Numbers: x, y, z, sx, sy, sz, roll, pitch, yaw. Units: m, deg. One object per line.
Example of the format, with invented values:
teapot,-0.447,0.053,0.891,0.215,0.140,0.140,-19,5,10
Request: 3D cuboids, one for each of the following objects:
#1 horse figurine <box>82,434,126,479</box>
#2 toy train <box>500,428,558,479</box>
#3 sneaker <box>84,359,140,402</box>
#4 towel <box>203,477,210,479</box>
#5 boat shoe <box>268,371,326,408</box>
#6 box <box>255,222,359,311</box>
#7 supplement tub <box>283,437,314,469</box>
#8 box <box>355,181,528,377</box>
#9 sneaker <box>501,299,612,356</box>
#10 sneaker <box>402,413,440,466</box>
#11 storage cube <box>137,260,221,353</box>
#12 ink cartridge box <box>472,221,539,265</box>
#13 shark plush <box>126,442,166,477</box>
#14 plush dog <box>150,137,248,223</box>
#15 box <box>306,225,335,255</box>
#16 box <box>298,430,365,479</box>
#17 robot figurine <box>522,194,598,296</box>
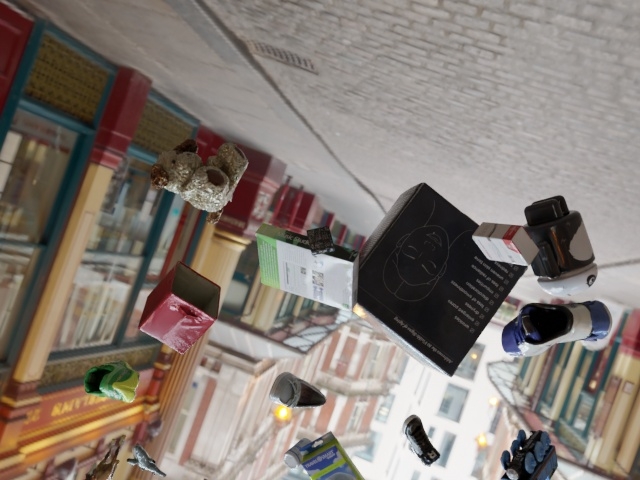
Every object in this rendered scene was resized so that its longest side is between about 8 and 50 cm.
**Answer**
horse figurine,-0.629,0.674,1.801,0.066,0.263,0.175,24,-138,-6
toy train,0.455,0.486,1.361,0.080,0.105,0.184,-9,-172,39
sneaker,-0.589,0.376,1.722,0.123,0.110,0.295,24,161,-28
towel,-0.234,0.888,2.006,0.336,0.040,0.243,42,154,-8
boat shoe,-0.082,0.562,2.300,0.103,0.118,0.320,15,167,29
box,-0.040,0.085,1.930,0.321,0.059,0.232,16,137,15
supplement tub,-0.078,0.774,2.270,0.071,0.071,0.107,20,-152,30
box,0.368,0.138,2.203,0.479,0.472,0.297,38,170,-4
sneaker,0.552,0.215,1.595,0.182,0.128,0.315,7,159,-27
sneaker,0.345,0.671,2.074,0.121,0.079,0.217,38,156,43
storage cube,-0.465,0.223,2.076,0.183,0.193,0.215,36,-157,-22
ink cartridge box,0.473,0.007,1.602,0.099,0.056,0.135,48,161,-27
shark plush,-0.590,0.760,2.129,0.161,0.067,0.073,58,-146,-9
plush dog,-0.360,-0.178,1.769,0.225,0.211,0.262,28,-146,-1
box,0.000,0.000,1.753,0.067,0.083,0.018,-13,139,-3
box,0.032,0.586,1.584,0.178,0.109,0.042,56,-169,-4
robot figurine,0.668,0.019,1.749,0.209,0.278,0.173,-19,-177,-12
